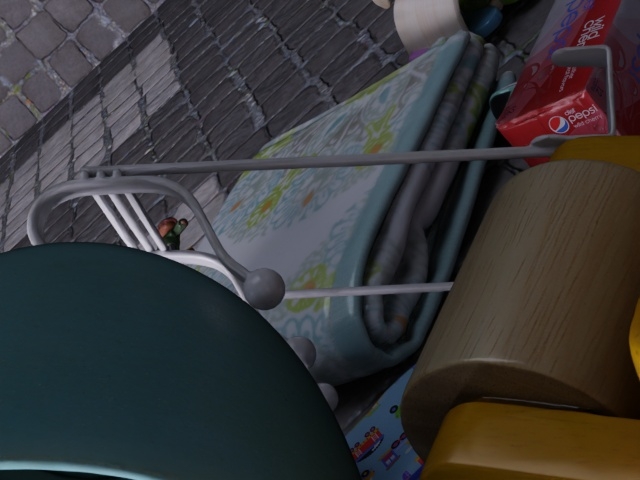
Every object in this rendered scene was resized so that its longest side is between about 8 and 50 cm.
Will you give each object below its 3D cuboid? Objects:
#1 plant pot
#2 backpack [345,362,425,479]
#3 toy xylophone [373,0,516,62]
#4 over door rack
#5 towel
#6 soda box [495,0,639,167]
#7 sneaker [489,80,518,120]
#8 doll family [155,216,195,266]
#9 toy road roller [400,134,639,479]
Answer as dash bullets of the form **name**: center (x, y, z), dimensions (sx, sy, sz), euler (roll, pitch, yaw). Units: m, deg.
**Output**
- **plant pot**: center (-0.110, 0.136, 0.600), dimensions (0.293, 0.293, 0.235), euler (-38, 26, 17)
- **backpack**: center (0.079, 0.157, 0.683), dimensions (0.158, 0.117, 0.173), euler (-44, 23, 4)
- **toy xylophone**: center (0.183, -0.312, 1.416), dimensions (0.323, 0.081, 0.236), euler (-48, 21, -9)
- **over door rack**: center (0.021, 0.016, 0.796), dimensions (0.324, 0.239, 0.108), euler (-13, 68, 3)
- **towel**: center (0.000, 0.000, 1.173), dimensions (0.320, 0.090, 0.374), euler (-27, 26, 44)
- **soda box**: center (0.226, -0.151, 1.019), dimensions (0.083, 0.092, 0.263), euler (-21, 31, 44)
- **sneaker**: center (0.194, -0.125, 1.110), dimensions (0.098, 0.038, 0.069), euler (2, 26, 35)
- **doll family**: center (-0.188, 0.054, 1.434), dimensions (0.193, 0.076, 0.111), euler (-39, 26, 23)
- **toy road roller**: center (0.181, 0.003, 0.520), dimensions (0.329, 0.241, 0.202), euler (1, 44, 31)
